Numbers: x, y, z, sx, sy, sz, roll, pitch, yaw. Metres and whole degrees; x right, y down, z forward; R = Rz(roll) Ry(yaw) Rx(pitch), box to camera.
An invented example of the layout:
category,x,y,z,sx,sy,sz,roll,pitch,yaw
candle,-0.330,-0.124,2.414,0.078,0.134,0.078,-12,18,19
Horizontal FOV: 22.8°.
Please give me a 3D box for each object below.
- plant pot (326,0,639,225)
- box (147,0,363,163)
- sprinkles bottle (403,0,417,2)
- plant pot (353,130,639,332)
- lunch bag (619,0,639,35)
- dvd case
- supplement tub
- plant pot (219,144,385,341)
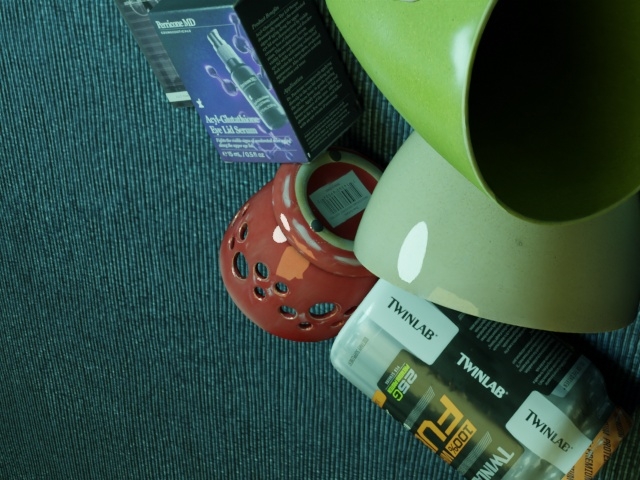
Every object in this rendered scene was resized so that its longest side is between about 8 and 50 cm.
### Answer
category,x,y,z,sx,sy,sz,roll,pitch,yaw
plant pot,0.140,-0.194,1.345,0.293,0.274,0.275,35,150,48
box,-0.071,-0.198,1.766,0.153,0.108,0.207,2,128,47
sprinkles bottle,0.142,-0.314,1.178,0.121,0.355,0.121,29,144,24
plant pot,0.189,-0.051,1.534,0.284,0.284,0.191,21,108,32
lunch bag,0.305,-0.176,1.412,0.065,0.067,0.098,29,143,23
dvd case,-0.172,-0.259,1.892,0.164,0.018,0.221,-1,125,47
supplement tub,0.184,0.161,1.795,0.316,0.193,0.193,39,146,10
plant pot,0.000,0.000,1.830,0.191,0.191,0.174,44,142,2
